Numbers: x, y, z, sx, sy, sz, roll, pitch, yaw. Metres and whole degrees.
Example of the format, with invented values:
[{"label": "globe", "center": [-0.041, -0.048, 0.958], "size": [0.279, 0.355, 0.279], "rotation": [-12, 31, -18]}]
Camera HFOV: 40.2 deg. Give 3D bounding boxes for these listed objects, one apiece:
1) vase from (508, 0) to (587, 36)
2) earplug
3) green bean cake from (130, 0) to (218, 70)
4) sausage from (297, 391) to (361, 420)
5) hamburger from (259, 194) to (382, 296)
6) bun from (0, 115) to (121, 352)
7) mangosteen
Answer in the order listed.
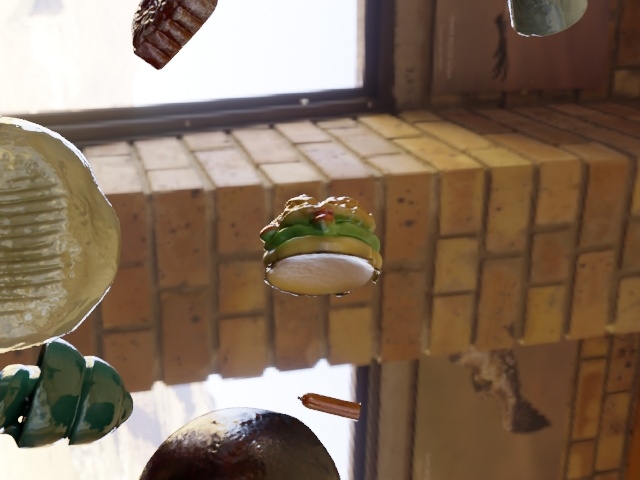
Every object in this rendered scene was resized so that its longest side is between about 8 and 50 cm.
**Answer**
[{"label": "vase", "center": [0.246, -0.357, 1.032], "size": [0.219, 0.096, 0.096], "rotation": [59, 5, -40]}, {"label": "earplug", "center": [-0.415, 0.255, 1.256], "size": [0.164, 0.280, 0.257], "rotation": [-110, -149, -63]}, {"label": "green bean cake", "center": [-0.198, -0.310, 1.164], "size": [0.135, 0.056, 0.135], "rotation": [-39, -142, 23]}, {"label": "sausage", "center": [0.013, 0.274, 1.452], "size": [0.031, 0.107, 0.031], "rotation": [-167, -90, -86]}, {"label": "hamburger", "center": [0.000, 0.000, 1.619], "size": [0.237, 0.237, 0.148], "rotation": [118, -27, -64]}, {"label": "bun", "center": [-0.338, 0.001, 0.934], "size": [0.160, 0.259, 0.259], "rotation": [150, -65, -75]}, {"label": "mangosteen", "center": [-0.112, 0.359, 1.167], "size": [0.293, 0.297, 0.297], "rotation": [25, -61, 58]}]
